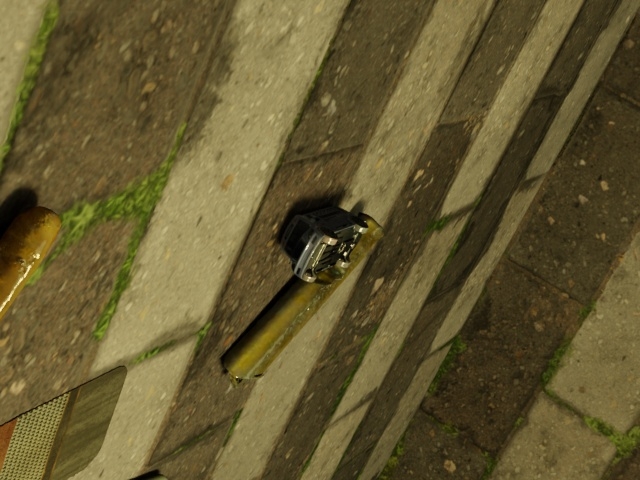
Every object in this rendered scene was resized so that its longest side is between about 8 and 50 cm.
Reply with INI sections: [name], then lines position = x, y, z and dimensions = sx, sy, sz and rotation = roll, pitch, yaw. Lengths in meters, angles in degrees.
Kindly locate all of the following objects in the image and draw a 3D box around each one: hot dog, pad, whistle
[hot dog]
position = -0.293, 0.062, 0.960
dimensions = 0.216, 0.047, 0.066
rotation = -57, -162, 4
[pad]
position = -0.264, 0.187, 1.224
dimensions = 0.323, 0.055, 0.250
rotation = -47, 168, 32
[whistle]
position = -0.025, 0.088, 1.648
dimensions = 0.326, 0.057, 0.068
rotation = -49, 160, -21

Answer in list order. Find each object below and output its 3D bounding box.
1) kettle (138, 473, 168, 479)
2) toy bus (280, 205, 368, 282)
[kettle]
position = -0.239, 0.408, 1.591
dimensions = 0.127, 0.098, 0.148
rotation = -54, 159, 11
[toy bus]
position = 0.000, 0.000, 1.540
dimensions = 0.073, 0.076, 0.167
rotation = -61, 163, 19
